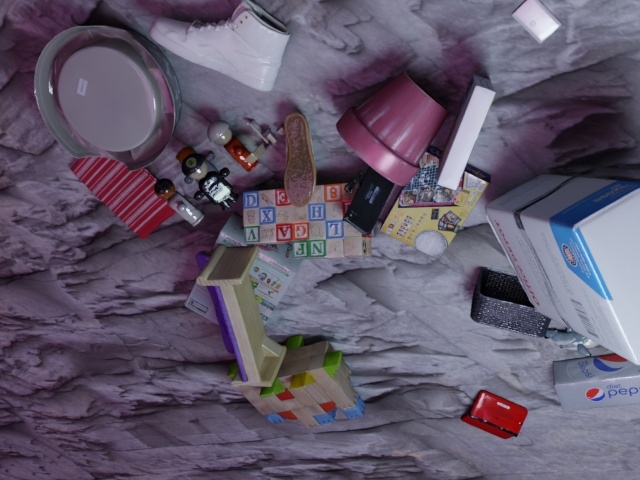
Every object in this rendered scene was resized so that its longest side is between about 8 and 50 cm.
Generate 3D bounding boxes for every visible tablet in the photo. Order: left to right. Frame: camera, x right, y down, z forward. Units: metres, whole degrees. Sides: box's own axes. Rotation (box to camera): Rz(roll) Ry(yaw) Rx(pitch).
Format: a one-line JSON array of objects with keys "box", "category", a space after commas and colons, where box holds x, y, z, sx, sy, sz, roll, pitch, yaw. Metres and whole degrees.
[{"box": [0.424, -0.433, 1.338, 0.083, 0.006, 0.054, 41, 125, -10], "category": "tablet"}]

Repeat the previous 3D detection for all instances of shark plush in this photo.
[{"box": [0.619, 0.232, 1.702, 0.161, 0.073, 0.067, 14, 107, 33], "category": "shark plush"}]

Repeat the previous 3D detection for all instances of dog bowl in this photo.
[{"box": [-0.488, -0.339, 1.609, 0.349, 0.102, 0.348, 6, 117, 11], "category": "dog bowl"}]

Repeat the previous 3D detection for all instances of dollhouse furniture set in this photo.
[{"box": [-0.147, -0.243, 1.577, 0.091, 0.114, 0.081, -35, 102, 35], "category": "dollhouse furniture set"}]

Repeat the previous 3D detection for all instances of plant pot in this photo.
[{"box": [0.164, -0.246, 1.440, 0.201, 0.201, 0.180, 39, 110, -10], "category": "plant pot"}]

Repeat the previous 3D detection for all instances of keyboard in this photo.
[{"box": [0.105, -0.112, 1.549, 0.108, 0.180, 0.023, 35, 161, -25], "category": "keyboard"}]

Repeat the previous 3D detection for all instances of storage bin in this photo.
[{"box": [0.459, 0.148, 1.634, 0.180, 0.122, 0.084, 14, 125, 8], "category": "storage bin"}]

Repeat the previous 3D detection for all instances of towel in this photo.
[{"box": [-0.512, -0.143, 1.807, 0.275, 0.031, 0.199, 46, 125, -12], "category": "towel"}]

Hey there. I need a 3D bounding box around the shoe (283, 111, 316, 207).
[{"box": [-0.045, -0.186, 1.573, 0.077, 0.058, 0.218, 1, 101, 9], "category": "shoe"}]

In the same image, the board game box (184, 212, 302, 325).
[{"box": [-0.208, 0.107, 1.834, 0.224, 0.097, 0.303, 30, 127, -4], "category": "board game box"}]

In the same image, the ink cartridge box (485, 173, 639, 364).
[{"box": [0.519, 0.032, 1.343, 0.166, 0.395, 0.285, -30, 102, -4], "category": "ink cartridge box"}]

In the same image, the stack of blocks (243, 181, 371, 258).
[{"box": [-0.033, -0.040, 1.639, 0.297, 0.087, 0.171, -3, 87, 20], "category": "stack of blocks"}]

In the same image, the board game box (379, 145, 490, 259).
[{"box": [0.263, -0.086, 1.593, 0.165, 0.042, 0.243, 27, 126, -1], "category": "board game box"}]

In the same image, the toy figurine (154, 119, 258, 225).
[{"box": [-0.276, -0.159, 1.606, 0.210, 0.213, 0.148, -21, 123, 41], "category": "toy figurine"}]

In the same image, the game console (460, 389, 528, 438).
[{"box": [0.487, 0.490, 1.916, 0.144, 0.085, 0.124, 23, 95, 1], "category": "game console"}]

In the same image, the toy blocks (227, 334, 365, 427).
[{"box": [-0.047, 0.433, 1.966, 0.382, 0.190, 0.261, -17, 126, 26], "category": "toy blocks"}]

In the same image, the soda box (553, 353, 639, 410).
[{"box": [0.735, 0.346, 1.696, 0.286, 0.091, 0.098, -13, 118, 25], "category": "soda box"}]

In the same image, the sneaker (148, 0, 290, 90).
[{"box": [-0.211, -0.457, 1.469, 0.293, 0.108, 0.169, 21, 125, -9], "category": "sneaker"}]

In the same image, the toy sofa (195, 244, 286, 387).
[{"box": [-0.221, 0.199, 1.748, 0.177, 0.150, 0.362, -2, 122, 16], "category": "toy sofa"}]

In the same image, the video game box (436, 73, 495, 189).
[{"box": [0.292, -0.223, 1.382, 0.048, 0.187, 0.205, 19, 113, 1], "category": "video game box"}]
